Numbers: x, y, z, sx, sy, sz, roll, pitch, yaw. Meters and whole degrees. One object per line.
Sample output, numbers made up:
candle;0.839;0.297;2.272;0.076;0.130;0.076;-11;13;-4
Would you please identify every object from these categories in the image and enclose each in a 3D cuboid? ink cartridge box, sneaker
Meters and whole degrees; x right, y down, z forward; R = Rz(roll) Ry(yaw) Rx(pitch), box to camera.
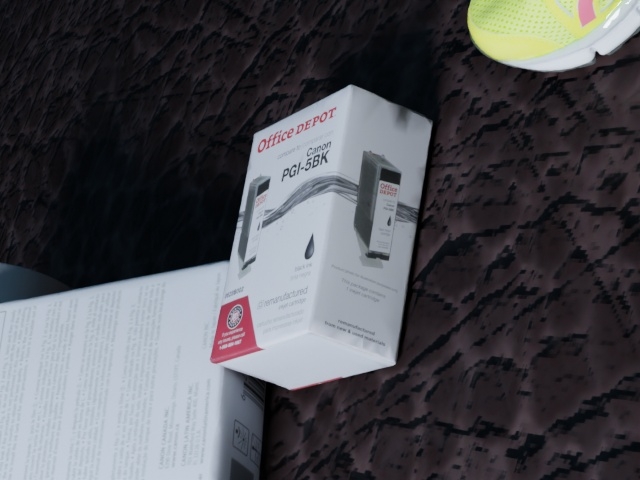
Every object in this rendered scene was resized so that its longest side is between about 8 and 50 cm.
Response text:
ink cartridge box;-0.144;0.118;0.854;0.232;0.066;0.189;-13;56;25
sneaker;0.122;-0.151;0.658;0.208;0.094;0.081;-39;41;43
ink cartridge box;0.000;0.000;0.796;0.099;0.056;0.135;-22;53;53

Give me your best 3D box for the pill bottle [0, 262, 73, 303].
pill bottle;-0.222;0.163;0.949;0.162;0.162;0.278;-32;44;46
